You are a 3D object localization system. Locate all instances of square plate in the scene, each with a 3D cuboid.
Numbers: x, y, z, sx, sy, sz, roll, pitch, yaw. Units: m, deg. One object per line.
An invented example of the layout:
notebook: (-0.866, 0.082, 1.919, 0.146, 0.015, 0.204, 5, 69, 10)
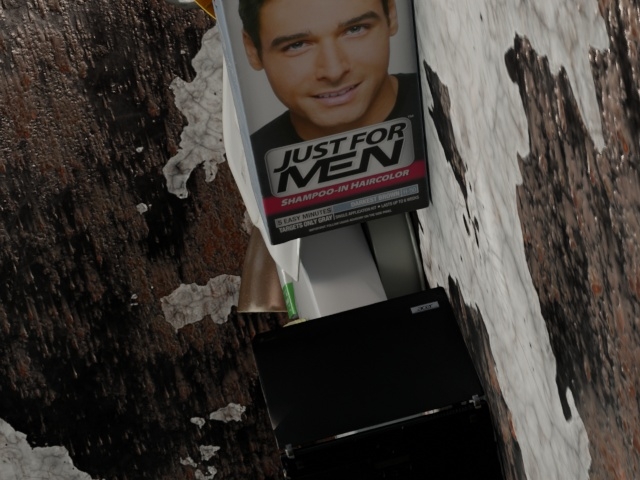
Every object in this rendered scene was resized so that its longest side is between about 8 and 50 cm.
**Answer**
square plate: (-0.076, -0.176, 1.775, 0.347, 0.049, 0.344, -116, 25, -57)

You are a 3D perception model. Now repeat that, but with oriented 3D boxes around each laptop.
laptop: (0.067, 0.219, 1.576, 0.136, 0.234, 0.264, -118, 15, -75)

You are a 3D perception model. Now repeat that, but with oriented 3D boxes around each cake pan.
cake pan: (0.077, -0.006, 1.863, 0.293, 0.054, 0.293, 166, 90, -85)

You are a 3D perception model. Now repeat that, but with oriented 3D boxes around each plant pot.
plant pot: (-0.056, 0.024, 2.746, 0.215, 0.215, 0.230, 156, 114, -85)

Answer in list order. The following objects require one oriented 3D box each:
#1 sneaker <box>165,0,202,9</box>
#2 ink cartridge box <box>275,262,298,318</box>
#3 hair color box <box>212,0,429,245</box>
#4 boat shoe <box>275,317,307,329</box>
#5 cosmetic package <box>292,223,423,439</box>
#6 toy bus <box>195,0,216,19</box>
sneaker: (-0.161, -0.511, 2.017, 0.447, 0.169, 0.257, -96, 6, -57)
ink cartridge box: (0.000, 0.000, 2.169, 0.087, 0.153, 0.208, 113, 141, -81)
hair color box: (-0.001, -0.181, 1.458, 0.113, 0.185, 0.374, -109, 7, -46)
boat shoe: (-0.027, 0.135, 1.761, 0.153, 0.048, 0.056, -124, 21, -72)
cosmetic package: (0.041, 0.138, 1.833, 0.284, 0.097, 0.377, 87, 168, -51)
toy bus: (-0.037, -0.353, 1.543, 0.149, 0.220, 0.211, 47, -156, 3)
